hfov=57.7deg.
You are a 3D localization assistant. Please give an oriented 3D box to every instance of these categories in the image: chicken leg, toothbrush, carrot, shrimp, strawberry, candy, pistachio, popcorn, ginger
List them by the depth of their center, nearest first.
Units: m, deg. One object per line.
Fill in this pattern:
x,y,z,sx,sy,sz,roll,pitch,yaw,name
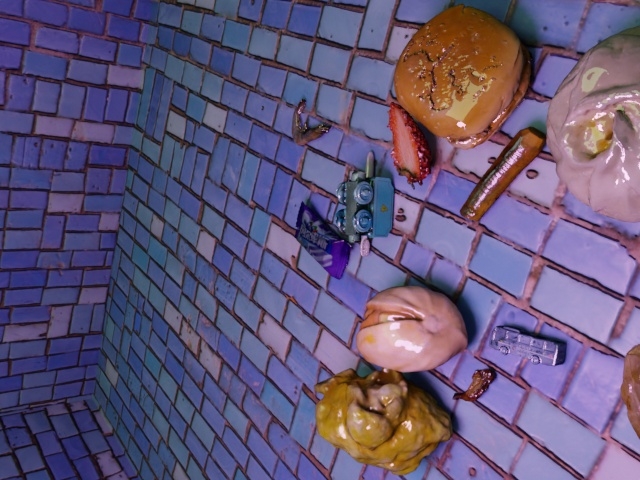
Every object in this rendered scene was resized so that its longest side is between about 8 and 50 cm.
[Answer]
0.631,0.317,1.070,0.109,0.117,0.262,87,168,-82,ginger
0.415,-0.146,1.337,0.070,0.070,0.260,57,131,32,carrot
0.373,0.361,1.420,0.145,0.037,0.062,-58,28,31,chicken leg
0.223,0.228,1.465,0.309,0.230,0.229,-15,80,51,pistachio
0.241,-0.250,1.485,0.167,0.087,0.208,-125,24,-57,strawberry
0.138,0.468,1.502,0.334,0.292,0.293,-35,73,52,popcorn
0.138,-0.104,1.683,0.029,0.025,0.307,-159,72,-76,toothbrush
0.000,0.000,1.821,0.275,0.070,0.145,43,130,37,candy
-0.036,-0.391,1.880,0.195,0.035,0.147,-7,83,50,shrimp

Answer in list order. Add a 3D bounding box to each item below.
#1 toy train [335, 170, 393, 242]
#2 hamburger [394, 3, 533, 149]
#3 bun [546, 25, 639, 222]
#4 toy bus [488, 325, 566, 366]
0.125,-0.091,1.606,0.107,0.155,0.197,5,94,52,toy train
0.328,-0.387,1.361,0.304,0.174,0.284,48,114,29,hamburger
0.571,-0.215,1.038,0.365,0.219,0.364,4,96,46,bun
0.462,0.236,1.305,0.166,0.047,0.065,12,95,47,toy bus
